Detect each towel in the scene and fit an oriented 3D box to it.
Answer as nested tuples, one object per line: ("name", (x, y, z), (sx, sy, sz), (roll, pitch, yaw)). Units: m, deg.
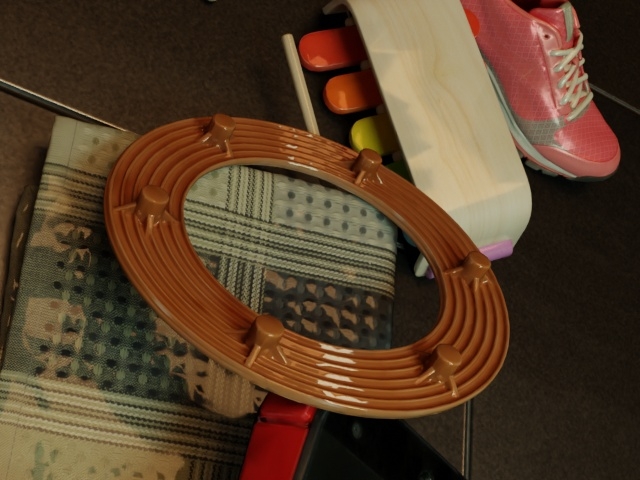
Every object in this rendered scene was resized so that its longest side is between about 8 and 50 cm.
("towel", (-0.093, 0.072, 0.840), (0.324, 0.056, 0.312), (15, 64, -20))

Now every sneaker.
("sneaker", (0.241, -0.196, 1.162), (0.314, 0.136, 0.116), (48, 51, -7))

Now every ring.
("ring", (0.000, 0.000, 0.814), (0.336, 0.032, 0.336), (19, 34, -14))

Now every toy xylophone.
("toy xylophone", (0.080, -0.123, 1.040), (0.236, 0.081, 0.323), (-6, 75, -17))

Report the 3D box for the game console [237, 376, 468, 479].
("game console", (0.048, 0.315, 0.757), (0.386, 0.060, 0.342), (46, 50, -36))
